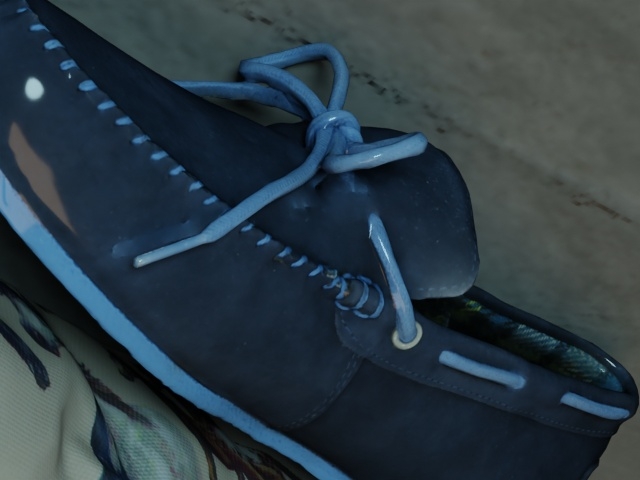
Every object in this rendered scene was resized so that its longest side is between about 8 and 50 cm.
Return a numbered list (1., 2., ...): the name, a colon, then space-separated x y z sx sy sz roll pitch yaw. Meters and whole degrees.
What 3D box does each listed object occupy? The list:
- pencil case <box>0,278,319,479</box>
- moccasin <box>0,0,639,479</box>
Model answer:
1. pencil case: -0.112 0.096 0.595 0.160 0.183 0.410 -45 148 0
2. moccasin: 0.000 0.000 0.637 0.117 0.138 0.342 -40 138 10
